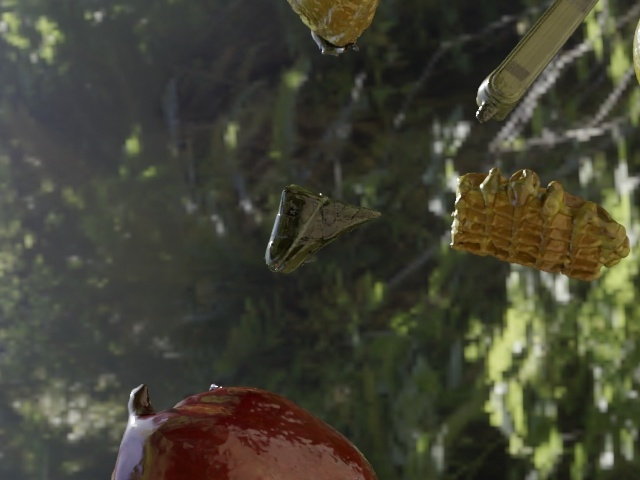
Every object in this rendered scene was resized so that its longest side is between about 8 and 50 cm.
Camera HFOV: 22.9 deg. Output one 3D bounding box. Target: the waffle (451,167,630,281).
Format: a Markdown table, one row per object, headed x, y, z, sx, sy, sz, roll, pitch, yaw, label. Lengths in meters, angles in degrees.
| x | y | z | sx | sy | sz | roll | pitch | yaw | label |
| --- | --- | --- | --- | --- | --- | --- | --- | --- | --- |
| 0.274 | -0.025 | 1.961 | 0.219 | 0.229 | 0.057 | 76 | -151 | -69 | waffle |

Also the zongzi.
| x | y | z | sx | sy | sz | roll | pitch | yaw | label |
| --- | --- | --- | --- | --- | --- | --- | --- | --- | --- |
| 0.000 | 0.000 | 1.872 | 0.055 | 0.119 | 0.109 | -64 | -8 | -78 | zongzi |

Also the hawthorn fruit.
| x | y | z | sx | sy | sz | roll | pitch | yaw | label |
| --- | --- | --- | --- | --- | --- | --- | --- | --- | --- |
| -0.080 | 0.301 | 1.666 | 0.311 | 0.295 | 0.295 | 39 | -128 | -35 | hawthorn fruit |

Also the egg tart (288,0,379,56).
| x | y | z | sx | sy | sz | roll | pitch | yaw | label |
| --- | --- | --- | --- | --- | --- | --- | --- | --- | --- |
| -0.002 | -0.349 | 1.896 | 0.098 | 0.232 | 0.252 | -4 | -95 | -26 | egg tart |

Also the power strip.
| x | y | z | sx | sy | sz | roll | pitch | yaw | label |
| --- | --- | --- | --- | --- | --- | --- | --- | --- | --- |
| 0.355 | -0.317 | 2.537 | 0.387 | 0.066 | 0.092 | -50 | -5 | -28 | power strip |

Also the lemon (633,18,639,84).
| x | y | z | sx | sy | sz | roll | pitch | yaw | label |
| --- | --- | --- | --- | --- | --- | --- | --- | --- | --- |
| 0.487 | -0.248 | 1.998 | 0.184 | 0.184 | 0.248 | 53 | -150 | -47 | lemon |
